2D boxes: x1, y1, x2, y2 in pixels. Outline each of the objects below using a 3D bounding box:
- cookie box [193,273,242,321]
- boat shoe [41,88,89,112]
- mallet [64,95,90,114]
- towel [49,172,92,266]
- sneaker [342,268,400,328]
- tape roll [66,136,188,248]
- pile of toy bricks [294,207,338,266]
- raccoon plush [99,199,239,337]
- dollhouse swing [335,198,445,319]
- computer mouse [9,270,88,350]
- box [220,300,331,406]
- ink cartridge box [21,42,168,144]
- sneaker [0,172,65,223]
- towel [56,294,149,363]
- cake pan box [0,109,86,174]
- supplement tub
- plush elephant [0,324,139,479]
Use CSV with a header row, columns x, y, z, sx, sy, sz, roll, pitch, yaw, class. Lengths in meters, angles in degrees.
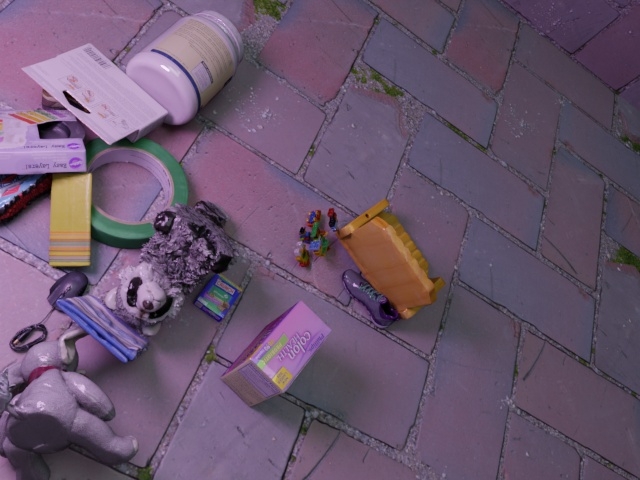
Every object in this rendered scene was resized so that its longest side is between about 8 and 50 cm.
x,y,z,sx,sy,sz,roll,pitch,yaw,class
-0.284,0.156,1.613,0.092,0.040,0.107,37,54,-8,cookie box
-0.672,-0.386,1.640,0.224,0.073,0.080,0,48,-41,boat shoe
-0.631,-0.336,1.606,0.190,0.039,0.062,29,35,-49,mallet
-0.628,-0.052,1.464,0.102,0.021,0.237,1,87,-2,towel
0.165,0.170,1.818,0.223,0.098,0.083,50,54,0,sneaker
-0.531,-0.138,1.596,0.322,0.077,0.320,12,63,-24,tape roll
0.000,0.000,1.821,0.212,0.118,0.105,-72,147,-42,pile of toy bricks
-0.368,0.076,1.524,0.216,0.299,0.446,43,10,3,raccoon plush
0.271,0.029,1.805,0.315,0.305,0.346,-35,90,-36,dollhouse swing
-0.655,0.167,1.405,0.071,0.041,0.242,37,56,-10,computer mouse
-0.120,0.299,1.512,0.117,0.243,0.213,45,55,-3,box
-0.609,-0.385,1.577,0.296,0.066,0.261,42,40,-4,ink cartridge box
-0.759,-0.164,1.467,0.125,0.104,0.262,40,52,-1,sneaker
-0.494,0.198,1.345,0.209,0.285,0.034,41,80,-5,towel
-0.736,-0.252,1.464,0.267,0.070,0.245,-5,39,-26,cake pan box
-0.400,-0.530,1.756,0.235,0.235,0.324,38,55,-8,supplement tub
-0.580,0.334,1.264,0.255,0.272,0.329,-103,167,-60,plush elephant
